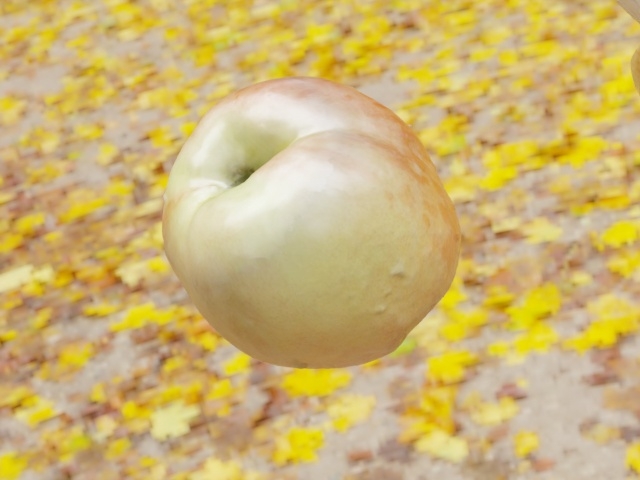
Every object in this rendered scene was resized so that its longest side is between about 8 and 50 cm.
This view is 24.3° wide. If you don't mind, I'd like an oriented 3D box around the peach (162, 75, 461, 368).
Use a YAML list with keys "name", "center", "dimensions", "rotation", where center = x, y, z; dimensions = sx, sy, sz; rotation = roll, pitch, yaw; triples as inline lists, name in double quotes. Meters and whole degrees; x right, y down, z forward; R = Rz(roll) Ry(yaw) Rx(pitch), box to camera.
- name: "peach"
  center: [0.000, 0.000, 1.070]
  dimensions: [0.232, 0.233, 0.232]
  rotation: [-12, 24, 6]

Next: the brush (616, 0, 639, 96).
- name: "brush"
  center: [0.272, -0.181, 1.055]
  dimensions: [0.174, 0.166, 0.266]
  rotation: [-40, -6, 34]
